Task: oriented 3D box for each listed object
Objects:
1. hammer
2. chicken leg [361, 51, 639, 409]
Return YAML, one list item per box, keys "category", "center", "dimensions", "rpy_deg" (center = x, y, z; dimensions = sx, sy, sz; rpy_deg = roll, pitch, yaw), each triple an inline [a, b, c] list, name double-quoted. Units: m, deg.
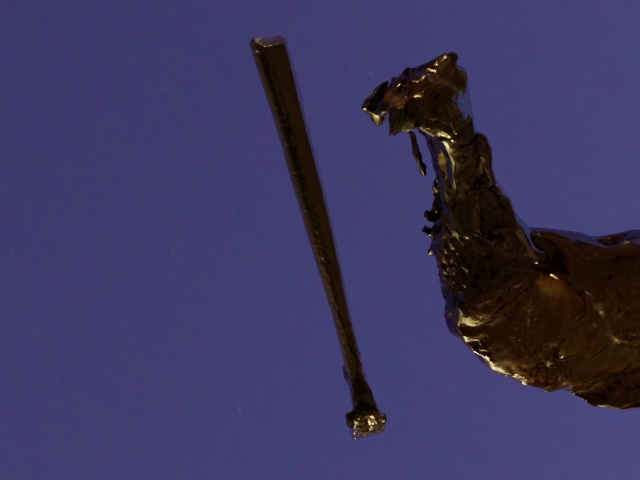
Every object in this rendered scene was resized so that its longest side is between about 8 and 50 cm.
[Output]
- category: "hammer"
  center: [-0.001, 0.000, 1.124]
  dimensions: [0.027, 0.125, 0.297]
  rpy_deg: [-15, -66, -3]
- category: "chicken leg"
  center: [0.099, 0.010, 0.722]
  dimensions: [0.106, 0.051, 0.253]
  rpy_deg: [-41, -51, 22]
